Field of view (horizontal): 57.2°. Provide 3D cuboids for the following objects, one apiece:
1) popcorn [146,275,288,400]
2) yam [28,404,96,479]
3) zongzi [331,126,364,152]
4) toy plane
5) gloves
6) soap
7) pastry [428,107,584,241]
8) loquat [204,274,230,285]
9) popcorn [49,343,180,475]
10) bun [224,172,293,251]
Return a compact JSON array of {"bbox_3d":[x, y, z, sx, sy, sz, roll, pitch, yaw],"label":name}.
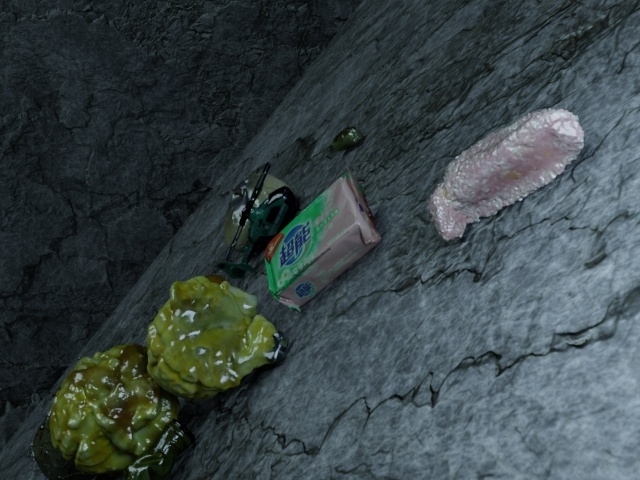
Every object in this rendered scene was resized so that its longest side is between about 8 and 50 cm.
[{"bbox_3d":[-0.252,0.206,1.280,0.293,0.293,0.237,-59,2,-22],"label":"popcorn"},{"bbox_3d":[-0.603,0.502,1.554,0.348,0.241,0.241,-41,22,33],"label":"yam"},{"bbox_3d":[0.100,-0.321,1.742,0.119,0.055,0.109,-49,19,-29],"label":"zongzi"},{"bbox_3d":[-0.169,-0.030,1.672,0.382,0.155,0.106,-60,15,28],"label":"toy plane"},{"bbox_3d":[-0.362,0.503,1.222,0.135,0.107,0.268,101,-168,-60],"label":"gloves"},{"bbox_3d":[0.002,0.001,1.271,0.273,0.098,0.218,-40,38,24],"label":"soap"},{"bbox_3d":[0.281,-0.111,0.908,0.265,0.103,0.112,-36,17,30],"label":"pastry"},{"bbox_3d":[-0.308,0.199,1.530,0.227,0.179,0.179,-52,19,-16],"label":"loquat"},{"bbox_3d":[-0.469,0.387,1.326,0.282,0.282,0.247,-72,-4,-46],"label":"popcorn"},{"bbox_3d":[-0.206,-0.096,1.835,0.273,0.168,0.273,-42,26,26],"label":"bun"}]
